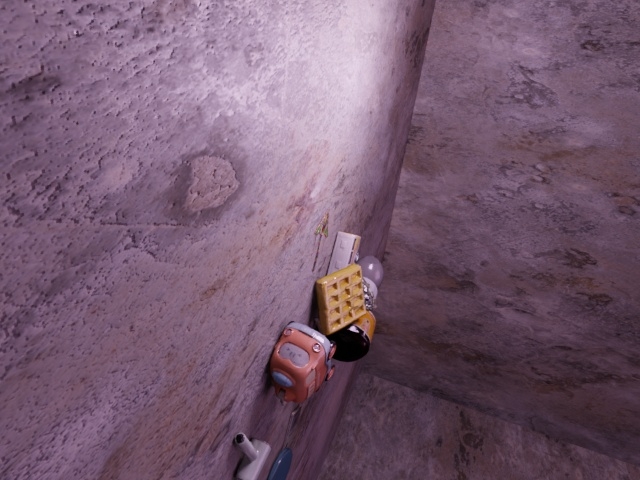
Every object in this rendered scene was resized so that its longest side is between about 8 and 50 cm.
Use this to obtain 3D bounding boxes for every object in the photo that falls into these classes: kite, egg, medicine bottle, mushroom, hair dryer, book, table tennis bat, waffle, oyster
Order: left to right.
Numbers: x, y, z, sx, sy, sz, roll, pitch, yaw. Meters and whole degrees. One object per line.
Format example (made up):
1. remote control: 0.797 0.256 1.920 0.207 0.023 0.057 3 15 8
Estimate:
1. hair dryer: -0.222 0.658 1.385 0.236 0.073 0.131 84 27 -48
2. table tennis bat: -0.192 1.053 1.931 0.215 0.044 0.328 13 92 -71
3. book: -0.127 0.837 2.013 0.127 0.014 0.181 5 100 -74
4. mushroom: -0.001 0.412 1.920 0.060 0.061 0.186 -20 102 -48
5. kite: 0.000 0.000 1.650 0.198 0.006 0.244 -2 107 -75
6. waffle: 0.085 0.240 1.829 0.221 0.055 0.247 -22 115 -36
7. medicine bottle: 0.142 0.348 2.110 0.395 0.243 0.242 -71 168 -50
8. oyster: 0.163 0.197 2.039 0.087 0.199 0.252 -38 -124 44
9. egg: 0.250 0.196 2.429 0.176 0.176 0.231 -55 158 -51

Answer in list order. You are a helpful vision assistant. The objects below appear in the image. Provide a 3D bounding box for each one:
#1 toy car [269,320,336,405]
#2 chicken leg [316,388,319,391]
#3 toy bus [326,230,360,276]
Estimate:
1. toy car: -0.075 0.419 1.497 0.212 0.181 0.270 -47 151 -41
2. chicken leg: -0.040 0.507 1.889 0.113 0.093 0.304 -84 174 -64
3. toy bus: 0.087 0.133 1.923 0.138 0.097 0.342 13 91 -73
